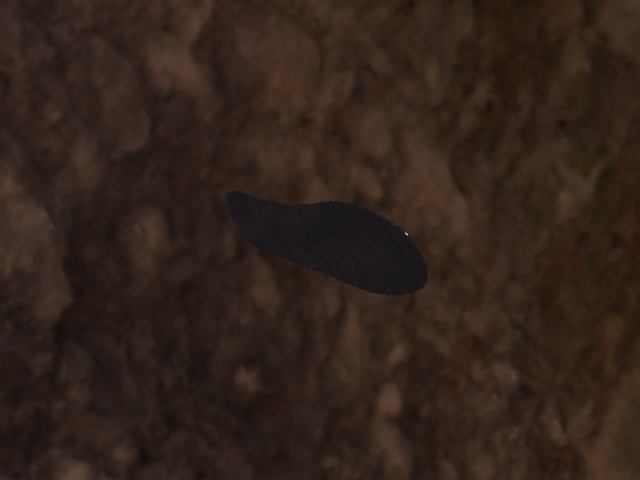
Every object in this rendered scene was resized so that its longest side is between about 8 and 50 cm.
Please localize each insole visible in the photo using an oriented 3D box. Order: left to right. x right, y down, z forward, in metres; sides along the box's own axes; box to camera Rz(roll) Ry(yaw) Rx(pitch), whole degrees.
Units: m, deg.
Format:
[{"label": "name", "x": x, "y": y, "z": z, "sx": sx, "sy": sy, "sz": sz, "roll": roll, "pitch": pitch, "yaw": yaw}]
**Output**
[{"label": "insole", "x": 0.000, "y": 0.000, "z": 0.970, "sx": 0.232, "sy": 0.003, "sz": 0.080, "roll": 12, "pitch": 136, "yaw": 55}]
